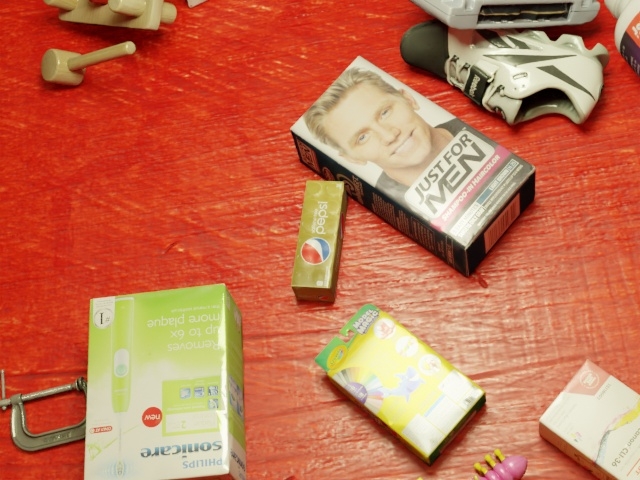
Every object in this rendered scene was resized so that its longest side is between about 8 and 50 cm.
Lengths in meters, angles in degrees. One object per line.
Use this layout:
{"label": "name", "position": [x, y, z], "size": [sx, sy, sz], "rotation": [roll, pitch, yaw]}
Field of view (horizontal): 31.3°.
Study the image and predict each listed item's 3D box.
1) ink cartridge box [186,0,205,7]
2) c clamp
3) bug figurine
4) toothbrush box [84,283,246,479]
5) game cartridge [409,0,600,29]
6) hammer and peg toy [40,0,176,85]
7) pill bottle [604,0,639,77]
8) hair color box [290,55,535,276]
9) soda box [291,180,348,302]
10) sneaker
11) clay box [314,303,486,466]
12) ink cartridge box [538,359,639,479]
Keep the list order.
{"label": "ink cartridge box", "position": [-0.210, -0.580, 2.036], "size": [0.198, 0.115, 0.273], "rotation": [-27, 64, -4]}
{"label": "c clamp", "position": [-0.409, 0.246, 1.720], "size": [0.160, 0.022, 0.137], "rotation": [-9, 63, 6]}
{"label": "bug figurine", "position": [0.230, 0.397, 1.511], "size": [0.216, 0.072, 0.279], "rotation": [-38, 64, -10]}
{"label": "toothbrush box", "position": [-0.220, 0.221, 1.646], "size": [0.206, 0.122, 0.283], "rotation": [-6, 65, 7]}
{"label": "game cartridge", "position": [0.269, -0.393, 1.806], "size": [0.294, 0.060, 0.196], "rotation": [-7, 38, -28]}
{"label": "hammer and peg toy", "position": [-0.344, -0.432, 1.927], "size": [0.266, 0.127, 0.361], "rotation": [13, 96, 40]}
{"label": "pill bottle", "position": [0.569, -0.284, 1.724], "size": [0.181, 0.181, 0.323], "rotation": [-28, 63, -5]}
{"label": "hair color box", "position": [0.140, -0.118, 1.759], "size": [0.347, 0.105, 0.174], "rotation": [35, 74, 23]}
{"label": "soda box", "position": [0.000, 0.000, 1.750], "size": [0.061, 0.058, 0.181], "rotation": [3, 64, 11]}
{"label": "sneaker", "position": [0.275, -0.258, 1.794], "size": [0.330, 0.122, 0.146], "rotation": [10, 65, 15]}
{"label": "clay box", "position": [0.112, 0.201, 1.637], "size": [0.222, 0.053, 0.127], "rotation": [38, 76, 25]}
{"label": "ink cartridge box", "position": [0.408, 0.269, 1.546], "size": [0.198, 0.067, 0.115], "rotation": [36, 74, 22]}
